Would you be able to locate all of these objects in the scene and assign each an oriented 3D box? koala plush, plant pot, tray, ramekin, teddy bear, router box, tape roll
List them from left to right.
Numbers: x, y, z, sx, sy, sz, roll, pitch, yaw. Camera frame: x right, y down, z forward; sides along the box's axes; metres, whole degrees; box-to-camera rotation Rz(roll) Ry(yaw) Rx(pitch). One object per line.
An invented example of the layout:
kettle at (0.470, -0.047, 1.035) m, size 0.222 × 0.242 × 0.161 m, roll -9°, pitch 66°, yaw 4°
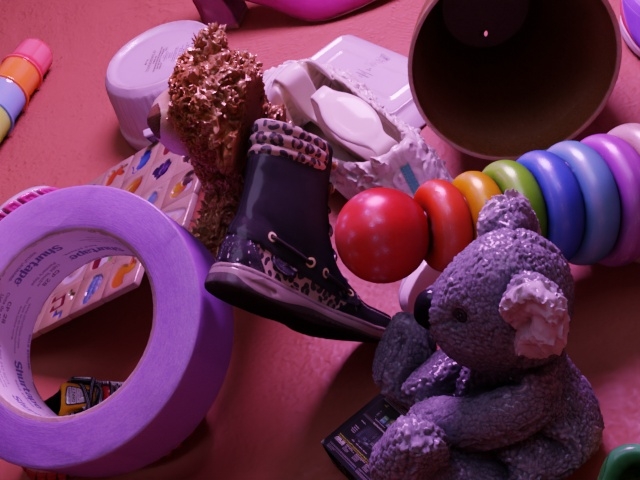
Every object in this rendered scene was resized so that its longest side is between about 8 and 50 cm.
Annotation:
tape roll at (-0.228, 0.088, 0.939) m, size 0.275 × 0.090 × 0.274 m, roll -5°, pitch 71°, yaw 16°
ramekin at (-0.219, -0.235, 1.427) m, size 0.207 × 0.109 × 0.207 m, roll -13°, pitch 42°, yaw 12°
teddy bear at (-0.104, -0.102, 1.060) m, size 0.113 × 0.245 × 0.338 m, roll 9°, pitch 5°, yaw 9°
tray at (0.066, -0.224, 1.341) m, size 0.145 × 0.030 × 0.270 m, roll -39°, pitch 43°, yaw -17°
router box at (0.073, 0.200, 0.886) m, size 0.092 × 0.038 × 0.122 m, roll -38°, pitch 43°, yaw -14°
plant pot at (0.216, -0.256, 1.181) m, size 0.237 × 0.237 × 0.254 m, roll -16°, pitch 27°, yaw 9°
koala plush at (0.151, 0.082, 0.802) m, size 0.204 × 0.221 × 0.196 m, roll 5°, pitch 30°, yaw 1°

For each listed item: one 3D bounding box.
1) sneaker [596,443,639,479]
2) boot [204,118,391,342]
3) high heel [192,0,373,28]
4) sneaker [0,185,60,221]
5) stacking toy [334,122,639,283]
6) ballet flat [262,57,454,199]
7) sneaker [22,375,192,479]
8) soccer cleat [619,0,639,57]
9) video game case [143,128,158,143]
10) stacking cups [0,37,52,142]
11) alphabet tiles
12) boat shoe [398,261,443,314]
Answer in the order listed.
sneaker at (0.228, 0.275, 0.668) m, size 0.110 × 0.123 × 0.295 m, roll -12°, pitch 43°, yaw 13°
boot at (0.001, 0.000, 0.952) m, size 0.085 × 0.236 × 0.178 m, roll -6°, pitch 67°, yaw 44°
high heel at (-0.058, -0.441, 1.510) m, size 0.378 × 0.181 × 0.127 m, roll -8°, pitch 43°, yaw 18°
sneaker at (-0.421, 0.027, 1.231) m, size 0.252 × 0.103 × 0.111 m, roll -49°, pitch 30°, yaw -10°
stacking toy at (0.175, -0.021, 0.917) m, size 0.331 × 0.141 × 0.141 m, roll -10°, pitch 39°, yaw -15°
ballet flat at (0.015, -0.158, 1.205) m, size 0.147 × 0.147 × 0.409 m, roll -36°, pitch 43°, yaw -13°
sneaker at (-0.225, 0.186, 1.000) m, size 0.225 × 0.092 × 0.088 m, roll -19°, pitch 41°, yaw 5°
soccer cleat at (0.433, -0.232, 1.108) m, size 0.109 × 0.116 × 0.318 m, roll -22°, pitch 41°, yaw 3°
video game case at (-0.179, -0.141, 1.311) m, size 0.087 × 0.122 × 0.011 m, roll -18°, pitch 76°, yaw 7°
stacking cups at (-0.529, -0.227, 1.575) m, size 0.096 × 0.096 × 0.316 m, roll -4°, pitch 45°, yaw 22°
alphabet tiles at (-0.268, -0.012, 1.202) m, size 0.343 × 0.011 × 0.285 m, roll -25°, pitch 36°, yaw 32°
boat shoe at (0.129, 0.013, 1.041) m, size 0.063 × 0.066 × 0.184 m, roll 3°, pitch 48°, yaw 47°
